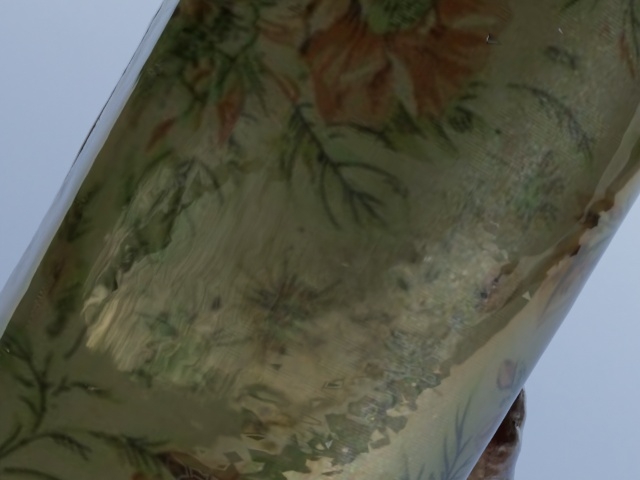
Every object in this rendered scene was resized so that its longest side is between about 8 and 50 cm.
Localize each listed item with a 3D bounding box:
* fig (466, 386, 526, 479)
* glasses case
[{"bbox_3d":[0.027,0.150,0.932,0.274,0.170,0.145,3,-162,9],"label":"fig"},{"bbox_3d":[-0.007,0.010,0.361,0.156,0.425,0.098,28,-173,-15],"label":"glasses case"}]
